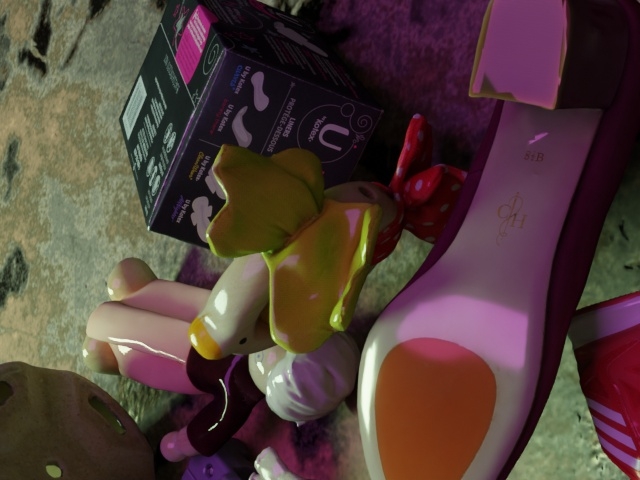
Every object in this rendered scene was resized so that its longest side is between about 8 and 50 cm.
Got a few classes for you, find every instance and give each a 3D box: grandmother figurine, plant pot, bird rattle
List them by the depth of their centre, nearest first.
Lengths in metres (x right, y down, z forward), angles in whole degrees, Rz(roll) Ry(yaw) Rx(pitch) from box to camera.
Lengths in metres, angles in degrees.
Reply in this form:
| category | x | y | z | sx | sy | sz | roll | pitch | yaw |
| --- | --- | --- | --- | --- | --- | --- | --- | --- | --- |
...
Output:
| category | x | y | z | sx | sy | sz | roll | pitch | yaw |
| --- | --- | --- | --- | --- | --- | --- | --- | --- | --- |
| bird rattle | 0.000 | 0.000 | 0.872 | 0.143 | 0.253 | 0.207 | 47 | 121 | 9 |
| grandmother figurine | -0.093 | 0.099 | 1.065 | 0.342 | 0.104 | 0.207 | 3 | 78 | 51 |
| plant pot | -0.323 | 0.285 | 1.127 | 0.305 | 0.334 | 0.333 | -44 | 51 | 30 |

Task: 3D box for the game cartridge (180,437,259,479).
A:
| category | x | y | z | sx | sy | sz | roll | pitch | yaw |
| --- | --- | --- | --- | --- | --- | --- | --- | --- | --- |
| game cartridge | -0.050 | 0.358 | 0.992 | 0.355 | 0.068 | 0.230 | 42 | 109 | 46 |

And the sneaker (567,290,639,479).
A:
| category | x | y | z | sx | sy | sz | roll | pitch | yaw |
| --- | --- | --- | --- | --- | --- | --- | --- | --- | --- |
| sneaker | 0.245 | 0.080 | 0.701 | 0.221 | 0.087 | 0.128 | -30 | 68 | 57 |

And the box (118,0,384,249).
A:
| category | x | y | z | sx | sy | sz | roll | pitch | yaw |
| --- | --- | --- | --- | --- | --- | --- | --- | --- | --- |
| box | -0.069 | -0.103 | 1.008 | 0.163 | 0.142 | 0.247 | -64 | 23 | 18 |

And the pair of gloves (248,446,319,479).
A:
| category | x | y | z | sx | sy | sz | roll | pitch | yaw |
| --- | --- | --- | --- | --- | --- | --- | --- | --- | --- |
| pair of gloves | -0.021 | 0.300 | 0.894 | 0.204 | 0.042 | 0.240 | 33 | 107 | 48 |

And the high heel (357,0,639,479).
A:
| category | x | y | z | sx | sy | sz | roll | pitch | yaw |
| --- | --- | --- | --- | --- | --- | --- | --- | --- | --- |
| high heel | 0.139 | 0.017 | 0.787 | 0.127 | 0.181 | 0.377 | 25 | 106 | 30 |
